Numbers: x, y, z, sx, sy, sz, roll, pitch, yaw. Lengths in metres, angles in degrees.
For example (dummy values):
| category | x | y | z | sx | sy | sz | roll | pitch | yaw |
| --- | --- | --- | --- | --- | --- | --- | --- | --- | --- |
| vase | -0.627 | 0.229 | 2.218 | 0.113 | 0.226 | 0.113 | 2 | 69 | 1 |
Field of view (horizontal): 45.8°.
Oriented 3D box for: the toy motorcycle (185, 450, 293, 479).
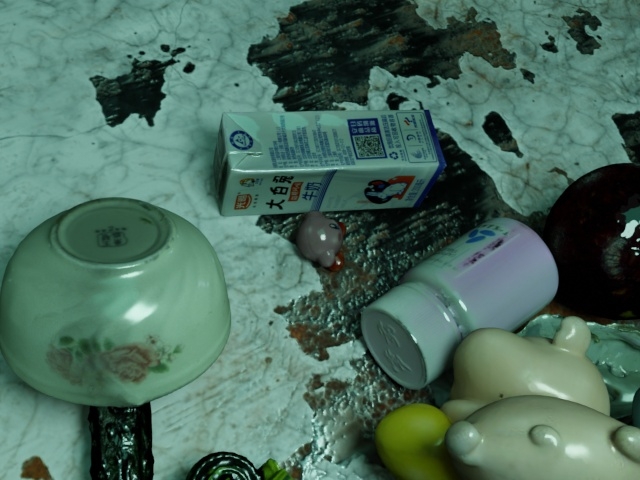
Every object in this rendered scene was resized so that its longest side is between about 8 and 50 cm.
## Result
| category | x | y | z | sx | sy | sz | roll | pitch | yaw |
| --- | --- | --- | --- | --- | --- | --- | --- | --- | --- |
| toy motorcycle | -0.103 | 0.394 | 0.781 | 0.206 | 0.142 | 0.342 | 36 | 56 | -14 |

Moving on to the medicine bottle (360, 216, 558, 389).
| category | x | y | z | sx | sy | sz | roll | pitch | yaw |
| --- | --- | --- | --- | --- | --- | --- | --- | --- | --- |
| medicine bottle | 0.189 | 0.083 | 1.030 | 0.255 | 0.152 | 0.152 | -29 | 73 | -26 |

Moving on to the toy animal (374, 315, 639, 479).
| category | x | y | z | sx | sy | sz | roll | pitch | yaw |
| --- | --- | --- | --- | --- | --- | --- | --- | --- | --- |
| toy animal | 0.221 | 0.199 | 0.884 | 0.278 | 0.345 | 0.246 | 18 | 64 | 15 |

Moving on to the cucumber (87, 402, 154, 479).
| category | x | y | z | sx | sy | sz | roll | pitch | yaw |
| --- | --- | --- | --- | --- | --- | --- | --- | --- | --- |
| cucumber | -0.226 | 0.264 | 0.865 | 0.072 | 0.081 | 0.303 | 14 | 55 | -42 |

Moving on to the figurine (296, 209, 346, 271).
| category | x | y | z | sx | sy | sz | roll | pitch | yaw |
| --- | --- | --- | --- | --- | --- | --- | --- | --- | --- |
| figurine | 0.000 | 0.000 | 1.071 | 0.067 | 0.071 | 0.083 | -26 | 55 | 19 |

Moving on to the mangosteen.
| category | x | y | z | sx | sy | sz | roll | pitch | yaw |
| --- | --- | --- | --- | --- | --- | --- | --- | --- | --- |
| mangosteen | 0.432 | -0.005 | 1.105 | 0.228 | 0.228 | 0.265 | 21 | 16 | -3 |

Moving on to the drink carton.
| category | x | y | z | sx | sy | sz | roll | pitch | yaw |
| --- | --- | --- | --- | --- | --- | --- | --- | --- | --- |
| drink carton | 0.007 | -0.114 | 1.098 | 0.315 | 0.130 | 0.106 | -3 | 62 | -15 |

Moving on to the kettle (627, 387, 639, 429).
| category | x | y | z | sx | sy | sz | roll | pitch | yaw |
| --- | --- | --- | --- | --- | --- | --- | --- | --- | --- |
| kettle | 0.430 | 0.333 | 0.883 | 0.247 | 0.319 | 0.342 | -11 | 47 | 27 |

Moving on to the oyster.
| category | x | y | z | sx | sy | sz | roll | pitch | yaw |
| --- | --- | --- | --- | --- | --- | --- | --- | --- | --- |
| oyster | 0.403 | 0.173 | 1.075 | 0.252 | 0.087 | 0.199 | -23 | 80 | -17 |

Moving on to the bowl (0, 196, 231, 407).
| category | x | y | z | sx | sy | sz | roll | pitch | yaw |
| --- | --- | --- | --- | --- | --- | --- | --- | --- | --- |
| bowl | -0.237 | 0.044 | 0.885 | 0.277 | 0.145 | 0.277 | 6 | 35 | -4 |
